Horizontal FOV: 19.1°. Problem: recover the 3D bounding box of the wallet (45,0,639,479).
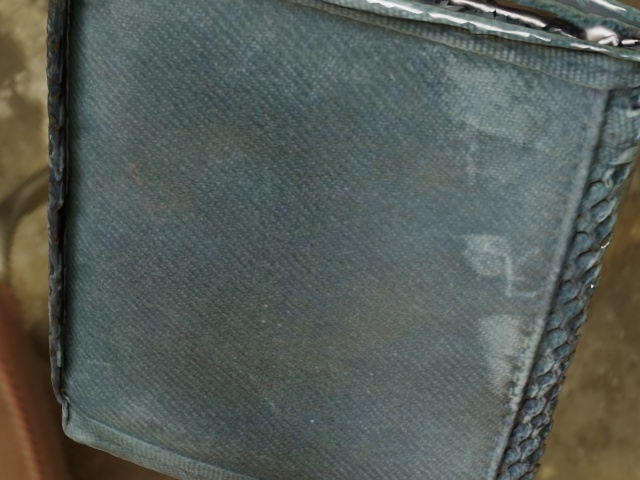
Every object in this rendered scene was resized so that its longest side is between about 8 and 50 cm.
[{"bbox_3d":[0.000,0.000,0.811,0.237,0.075,0.342,13,139,5],"label":"wallet"}]
